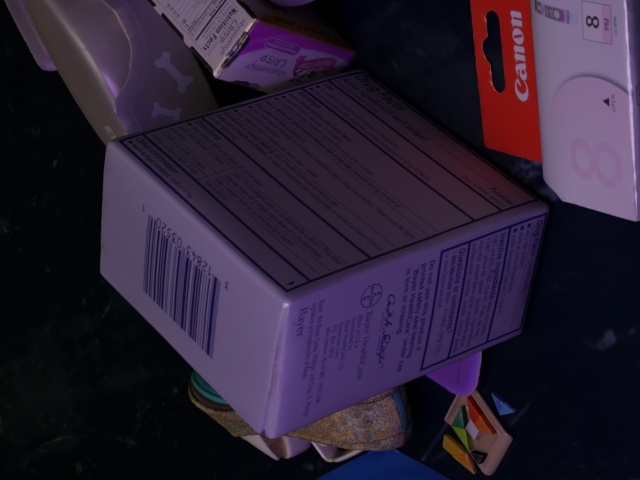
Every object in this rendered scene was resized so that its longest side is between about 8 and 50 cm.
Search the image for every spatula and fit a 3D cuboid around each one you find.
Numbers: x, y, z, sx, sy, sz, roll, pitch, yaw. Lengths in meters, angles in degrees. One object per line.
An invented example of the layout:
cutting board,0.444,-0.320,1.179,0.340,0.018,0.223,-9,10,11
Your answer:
spatula,0.055,0.045,1.790,0.296,0.030,0.084,46,147,39

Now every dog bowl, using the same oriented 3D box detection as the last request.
dog bowl,-0.211,-0.181,1.902,0.349,0.102,0.349,55,169,16

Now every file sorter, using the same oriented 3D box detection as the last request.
file sorter,0.077,0.294,1.823,0.170,0.118,0.104,25,130,49

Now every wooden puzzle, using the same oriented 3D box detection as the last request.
wooden puzzle,0.147,0.179,1.749,0.078,0.014,0.116,47,141,31

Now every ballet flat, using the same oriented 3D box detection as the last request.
ballet flat,-0.022,0.174,1.914,0.348,0.123,0.123,-8,101,56

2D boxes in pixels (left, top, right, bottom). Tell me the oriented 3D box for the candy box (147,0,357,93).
candy box,-0.094,-0.233,1.733,0.071,0.159,0.233,-51,60,19

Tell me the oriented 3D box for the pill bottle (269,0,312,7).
pill bottle,-0.050,-0.309,1.679,0.180,0.108,0.108,55,145,23

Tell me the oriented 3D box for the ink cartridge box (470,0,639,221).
ink cartridge box,0.183,-0.131,1.482,0.232,0.066,0.189,17,121,47

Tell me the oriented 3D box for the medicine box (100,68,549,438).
medicine box,0.000,0.000,1.607,0.263,0.289,0.149,40,136,38
